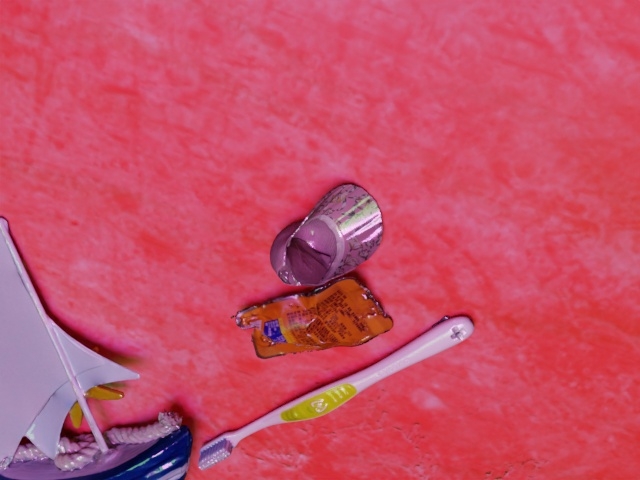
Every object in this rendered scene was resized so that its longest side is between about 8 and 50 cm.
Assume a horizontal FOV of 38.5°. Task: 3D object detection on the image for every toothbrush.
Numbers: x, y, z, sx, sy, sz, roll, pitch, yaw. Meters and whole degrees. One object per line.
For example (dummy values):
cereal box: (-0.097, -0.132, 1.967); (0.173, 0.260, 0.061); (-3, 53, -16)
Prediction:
toothbrush: (0.006, 0.120, 0.720); (0.263, 0.026, 0.022); (-31, 110, 20)

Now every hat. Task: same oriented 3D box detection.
hat: (0.001, -0.002, 0.647); (0.087, 0.042, 0.058); (-47, 115, -7)

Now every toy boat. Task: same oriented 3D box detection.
toy boat: (-0.232, 0.110, 0.731); (0.220, 0.067, 0.291); (-14, 112, 19)

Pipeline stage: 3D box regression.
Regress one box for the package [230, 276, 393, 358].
package: (-0.009, 0.061, 0.681); (0.111, 0.033, 0.077); (-14, 122, 20)
